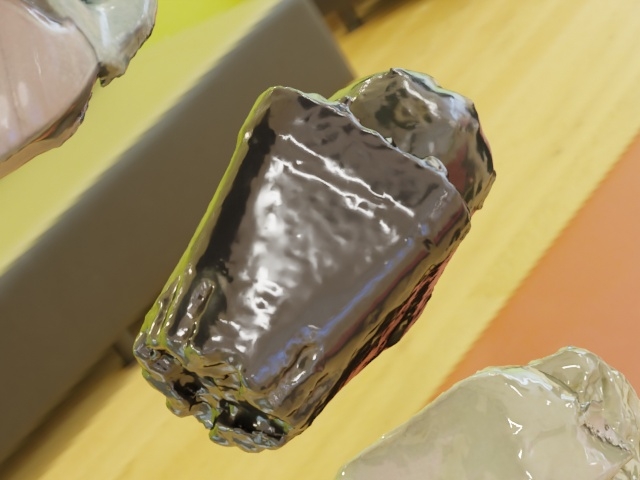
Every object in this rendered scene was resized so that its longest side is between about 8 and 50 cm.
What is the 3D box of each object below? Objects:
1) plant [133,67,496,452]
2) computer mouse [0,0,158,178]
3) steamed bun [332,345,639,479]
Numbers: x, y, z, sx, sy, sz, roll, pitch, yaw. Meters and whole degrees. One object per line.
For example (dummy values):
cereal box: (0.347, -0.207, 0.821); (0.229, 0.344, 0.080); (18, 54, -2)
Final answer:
plant: (0.000, 0.000, 0.877); (0.256, 0.142, 0.164); (-49, -11, -33)
computer mouse: (-0.199, -0.166, 0.760); (0.199, 0.115, 0.389); (-24, 45, 5)
steamed bun: (0.167, 0.228, 1.211); (0.320, 0.206, 0.275); (-20, -29, -33)
